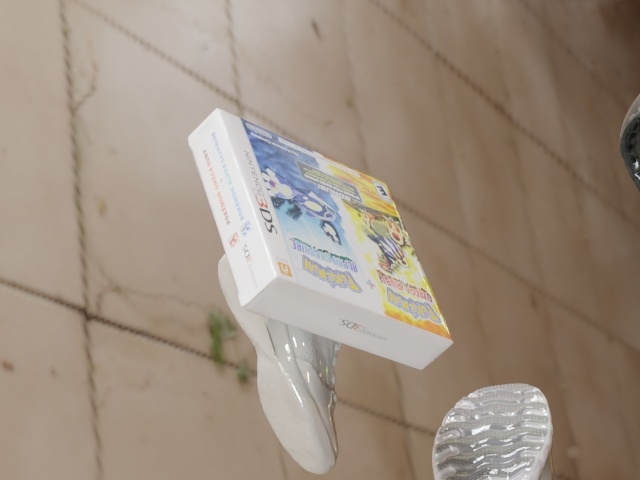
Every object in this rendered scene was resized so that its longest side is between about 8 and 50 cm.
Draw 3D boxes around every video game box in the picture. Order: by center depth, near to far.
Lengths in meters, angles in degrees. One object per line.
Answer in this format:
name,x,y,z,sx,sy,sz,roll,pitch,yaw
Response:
video game box,0.000,0.000,1.245,0.205,0.048,0.187,21,38,-41

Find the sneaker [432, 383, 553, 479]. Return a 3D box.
sneaker,0.155,0.246,1.334,0.281,0.105,0.115,-79,157,-45

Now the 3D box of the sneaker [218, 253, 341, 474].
sneaker,-0.008,0.092,1.297,0.094,0.080,0.212,-26,108,-30

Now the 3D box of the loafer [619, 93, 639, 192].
loafer,0.170,0.035,0.457,0.078,0.076,0.223,-34,75,-34
